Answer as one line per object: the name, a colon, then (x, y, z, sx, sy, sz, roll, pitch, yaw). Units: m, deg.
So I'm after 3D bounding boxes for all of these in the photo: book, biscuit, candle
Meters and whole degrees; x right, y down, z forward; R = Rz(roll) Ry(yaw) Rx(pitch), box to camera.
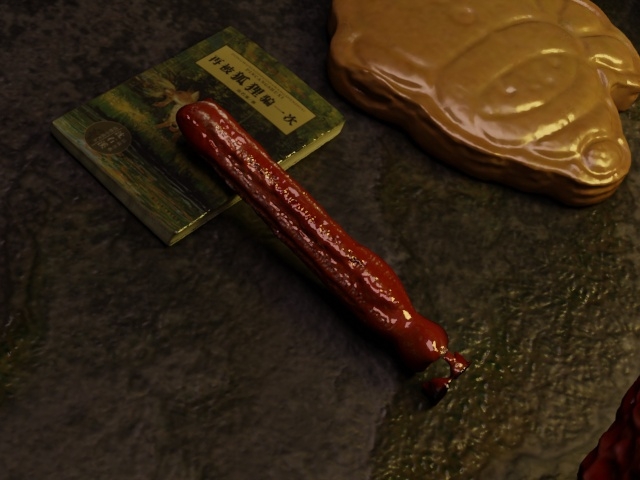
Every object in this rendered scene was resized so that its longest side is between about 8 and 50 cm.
book: (-0.106, -0.103, 1.085, 0.160, 0.024, 0.228, 41, 52, 17)
biscuit: (0.181, -0.187, 1.226, 0.351, 0.057, 0.312, 36, 52, 11)
candle: (0.000, 0.000, 1.005, 0.329, 0.048, 0.051, 46, 27, 9)

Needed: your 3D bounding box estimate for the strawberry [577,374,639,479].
strawberry: (0.296, 0.225, 0.823, 0.310, 0.292, 0.292, -41, 70, 1)
